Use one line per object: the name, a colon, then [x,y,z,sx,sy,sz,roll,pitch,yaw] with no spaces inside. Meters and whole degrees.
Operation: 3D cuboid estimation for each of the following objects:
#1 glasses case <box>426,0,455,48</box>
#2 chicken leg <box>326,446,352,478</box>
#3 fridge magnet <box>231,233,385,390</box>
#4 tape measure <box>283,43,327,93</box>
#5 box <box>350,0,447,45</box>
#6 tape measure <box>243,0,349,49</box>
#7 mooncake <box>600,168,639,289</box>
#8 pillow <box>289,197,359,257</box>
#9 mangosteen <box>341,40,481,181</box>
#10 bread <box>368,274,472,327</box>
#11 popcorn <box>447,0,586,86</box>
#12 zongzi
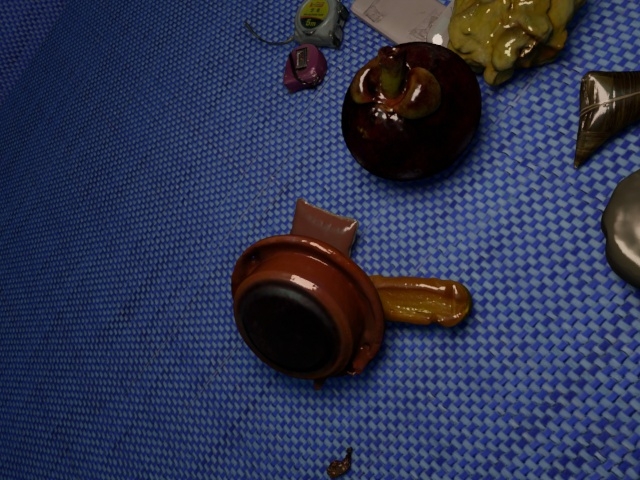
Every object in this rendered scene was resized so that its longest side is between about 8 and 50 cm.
glasses case: [0.343,-0.535,1.016,0.092,0.059,0.233,40,98,-1]
chicken leg: [0.046,0.490,0.947,0.083,0.021,0.036,-45,51,11]
fridge magnet: [-0.040,0.156,0.930,0.363,0.155,0.364,12,121,20]
tape measure: [-0.043,-0.485,1.220,0.118,0.074,0.125,-6,76,27]
box: [0.207,-0.596,1.131,0.142,0.044,0.285,-44,60,9]
tape measure: [-0.071,-0.640,1.269,0.330,0.084,0.164,20,85,30]
mooncake: [0.610,-0.016,0.705,0.274,0.135,0.275,-10,69,28]
pillow: [0.000,0.000,1.061,0.179,0.075,0.171,23,109,23]
mangosteen: [0.189,-0.266,0.913,0.297,0.293,0.297,-1,106,-2]
bread: [0.192,0.127,0.922,0.245,0.094,0.102,2,84,29]
popcorn: [0.401,-0.468,0.897,0.286,0.215,0.252,-30,97,21]
zongzi: [0.586,-0.227,0.811,0.187,0.084,0.184,6,94,26]
